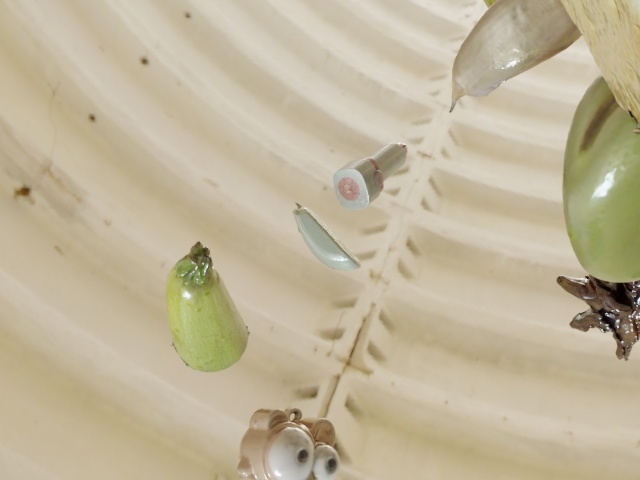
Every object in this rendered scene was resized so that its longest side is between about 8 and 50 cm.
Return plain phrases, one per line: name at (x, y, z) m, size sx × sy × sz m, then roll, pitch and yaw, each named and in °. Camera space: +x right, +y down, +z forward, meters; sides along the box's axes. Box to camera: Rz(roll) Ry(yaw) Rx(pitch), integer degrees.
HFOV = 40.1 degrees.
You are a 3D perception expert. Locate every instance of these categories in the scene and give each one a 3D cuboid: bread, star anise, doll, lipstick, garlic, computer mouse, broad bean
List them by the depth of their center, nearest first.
bread at (0.233, -0.193, 0.692) m, size 0.054 × 0.316 × 0.316 m, roll -26°, pitch -134°, yaw 13°
broad bean at (0.346, -0.061, 0.951) m, size 0.189 × 0.263 × 0.121 m, roll -26°, pitch -149°, yaw -15°
doll at (-0.047, 0.371, 1.217) m, size 0.154 × 0.119 × 0.278 m, roll 4°, pitch -98°, yaw -42°
lipstick at (0.089, -0.110, 1.299) m, size 0.057 × 0.063 × 0.186 m, roll -5°, pitch -158°, yaw 34°
star anise at (0.512, 0.100, 1.432) m, size 0.272 × 0.272 × 0.102 m, roll 32°, pitch -144°, yaw 13°
computer mouse at (0.000, 0.000, 1.688) m, size 0.056 × 0.089 × 0.182 m, roll -43°, pitch -103°, yaw 2°
garlic at (0.370, -0.365, 1.708) m, size 0.151 × 0.338 × 0.196 m, roll 53°, pitch -164°, yaw 17°

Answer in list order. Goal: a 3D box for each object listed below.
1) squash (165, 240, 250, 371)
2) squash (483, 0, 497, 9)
squash at (-0.211, 0.093, 1.446) m, size 0.137 × 0.287 × 0.137 m, roll -5°, pitch -128°, yaw 6°
squash at (0.426, -0.538, 1.913) m, size 0.132 × 0.132 × 0.247 m, roll -27°, pitch -95°, yaw -39°
